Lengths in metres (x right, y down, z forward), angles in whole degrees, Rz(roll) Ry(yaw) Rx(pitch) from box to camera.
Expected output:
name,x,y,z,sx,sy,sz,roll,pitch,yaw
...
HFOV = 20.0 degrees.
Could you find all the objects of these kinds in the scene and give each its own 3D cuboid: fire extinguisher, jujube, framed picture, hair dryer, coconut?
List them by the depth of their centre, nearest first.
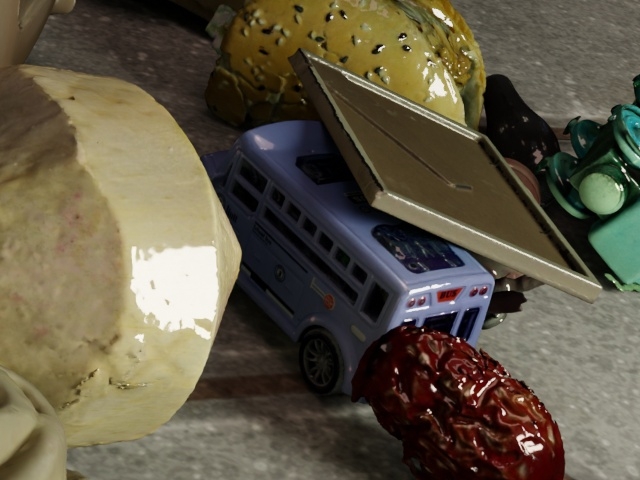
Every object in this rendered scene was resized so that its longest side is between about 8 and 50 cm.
name,x,y,z,sx,sy,sz,roll,pitch,yaw
coconut,-0.170,0.017,1.190,0.259,0.259,0.259,15,28,-8
jujube,0.103,0.123,1.276,0.166,0.104,0.104,47,29,-4
framed picture,0.094,-0.060,1.480,0.211,0.020,0.289,24,20,-25
fire extinguisher,0.152,0.000,1.546,0.075,0.106,0.252,41,27,-9
hair dryer,0.260,-0.076,1.810,0.219,0.075,0.195,21,29,-21

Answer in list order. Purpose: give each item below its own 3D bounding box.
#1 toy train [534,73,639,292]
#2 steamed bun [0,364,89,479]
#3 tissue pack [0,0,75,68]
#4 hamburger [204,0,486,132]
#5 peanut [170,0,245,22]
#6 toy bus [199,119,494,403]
name,x,y,z,sx,sy,sz,roll,pitch,yaw
toy train,0.302,-0.054,1.680,0.163,0.112,0.203,49,35,-5
steamed bun,-0.255,0.156,0.866,0.368,0.255,0.342,39,31,30
tissue pack,-0.350,-0.255,1.521,0.277,0.267,0.387,13,27,-3
hamburger,0.034,-0.175,1.718,0.288,0.192,0.167,20,38,2
peanut,-0.150,-0.324,1.890,0.340,0.158,0.174,20,7,-6
toy bus,0.000,0.000,1.423,0.125,0.133,0.292,-7,38,-39
